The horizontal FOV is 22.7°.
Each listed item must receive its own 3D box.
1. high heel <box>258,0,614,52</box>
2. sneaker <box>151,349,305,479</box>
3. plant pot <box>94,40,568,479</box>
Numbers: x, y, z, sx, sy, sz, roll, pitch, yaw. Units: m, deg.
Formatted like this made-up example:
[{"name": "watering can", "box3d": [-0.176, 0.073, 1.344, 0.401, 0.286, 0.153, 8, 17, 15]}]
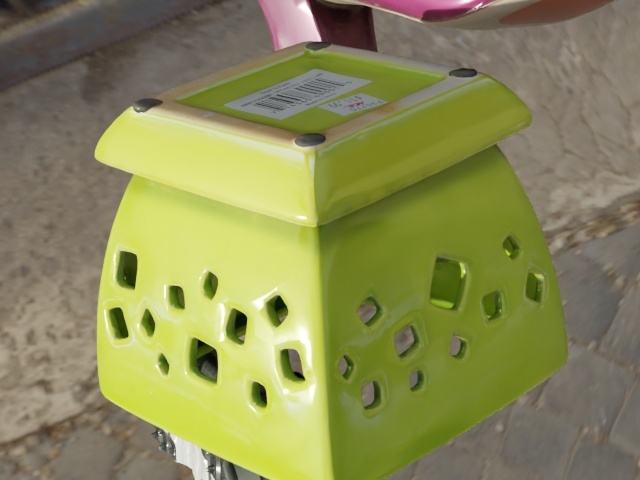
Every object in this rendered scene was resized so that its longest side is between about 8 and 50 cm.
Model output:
[{"name": "high heel", "box3d": [0.086, -0.228, 1.120, 0.377, 0.127, 0.181, -13, 85, 38]}, {"name": "sneaker", "box3d": [-0.054, 0.119, 1.092, 0.106, 0.234, 0.078, -9, 116, -20]}, {"name": "plant pot", "box3d": [0.000, 0.000, 0.994, 0.227, 0.228, 0.207, 18, 123, 42]}]
